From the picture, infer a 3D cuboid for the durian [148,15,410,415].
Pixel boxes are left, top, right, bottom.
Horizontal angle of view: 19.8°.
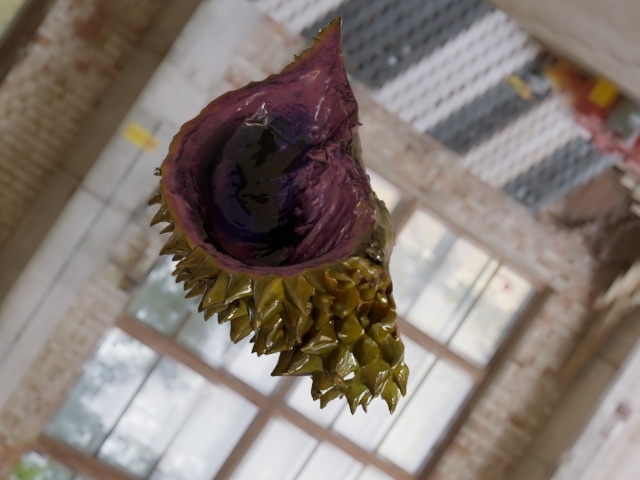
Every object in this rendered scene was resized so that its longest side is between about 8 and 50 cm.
[{"bbox_3d":[-0.009,0.011,1.153,0.186,0.153,0.260,58,-167,-21],"label":"durian"}]
